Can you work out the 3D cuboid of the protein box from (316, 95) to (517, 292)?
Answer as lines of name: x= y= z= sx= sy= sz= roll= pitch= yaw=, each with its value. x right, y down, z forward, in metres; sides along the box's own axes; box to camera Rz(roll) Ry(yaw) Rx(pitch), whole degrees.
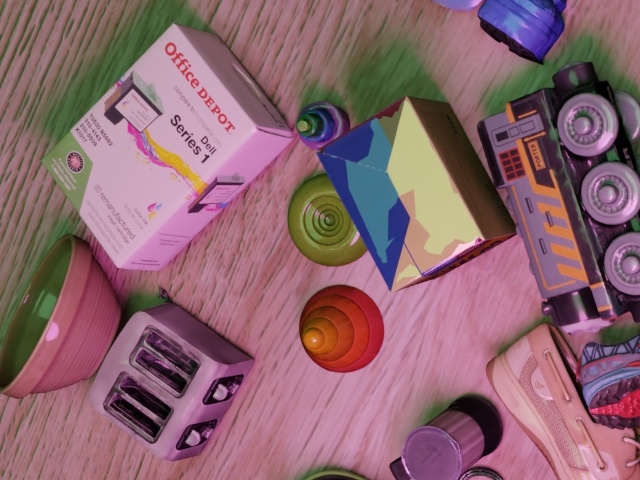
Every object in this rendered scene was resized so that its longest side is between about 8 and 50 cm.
protein box: x=0.125 y=-0.059 z=1.849 sx=0.136 sy=0.201 sz=0.199 roll=-30 pitch=83 yaw=18

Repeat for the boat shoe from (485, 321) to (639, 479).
boat shoe: x=0.346 y=0.258 z=1.834 sx=0.110 sy=0.122 sz=0.341 roll=-41 pitch=79 yaw=18

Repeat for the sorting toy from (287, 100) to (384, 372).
sorting toy: x=0.000 y=0.000 z=1.938 sx=0.127 sy=0.126 sz=0.365 roll=-3 pitch=93 yaw=20

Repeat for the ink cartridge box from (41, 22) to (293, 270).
ink cartridge box: x=-0.207 y=-0.124 z=1.995 sx=0.278 sy=0.117 sz=0.201 roll=-43 pitch=71 yaw=16

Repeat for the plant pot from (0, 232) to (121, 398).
plant pot: x=-0.349 y=0.118 z=2.045 sx=0.110 sy=0.237 sz=0.237 roll=25 pitch=103 yaw=-20

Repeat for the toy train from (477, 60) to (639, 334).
toy train: x=0.323 y=-0.047 z=1.825 sx=0.190 sy=0.142 sz=0.333 roll=-19 pitch=89 yaw=31

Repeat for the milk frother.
milk frother: x=0.177 y=0.291 z=1.885 sx=0.143 sy=0.135 sz=0.129 roll=46 pitch=120 yaw=13

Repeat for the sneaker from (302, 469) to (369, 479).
sneaker: x=0.152 y=0.445 z=1.869 sx=0.483 sy=0.202 sz=0.185 roll=16 pitch=99 yaw=18

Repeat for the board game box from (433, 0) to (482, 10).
board game box: x=0.193 y=-0.378 z=1.899 sx=0.169 sy=0.033 sz=0.133 roll=-40 pitch=85 yaw=22

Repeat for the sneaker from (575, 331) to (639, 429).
sneaker: x=0.437 y=0.137 z=1.795 sx=0.262 sy=0.125 sz=0.104 roll=-10 pitch=130 yaw=-6

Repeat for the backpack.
backpack: x=0.249 y=-0.284 z=1.836 sx=0.098 sy=0.120 sz=0.101 roll=32 pitch=103 yaw=16

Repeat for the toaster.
toaster: x=-0.209 y=0.186 z=2.029 sx=0.186 sy=0.110 sz=0.168 roll=35 pitch=103 yaw=14
